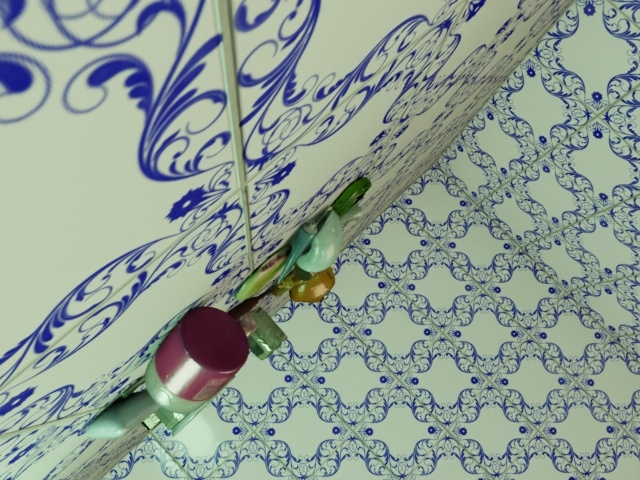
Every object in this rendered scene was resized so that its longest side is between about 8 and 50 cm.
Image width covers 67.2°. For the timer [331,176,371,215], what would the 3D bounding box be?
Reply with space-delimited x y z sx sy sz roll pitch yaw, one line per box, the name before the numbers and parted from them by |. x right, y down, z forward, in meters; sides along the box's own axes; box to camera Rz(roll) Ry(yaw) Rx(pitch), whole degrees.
timer | 0.097 -0.134 1.472 0.128 0.047 0.140 -48 173 31

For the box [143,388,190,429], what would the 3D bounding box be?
box | -0.454 0.489 1.587 0.226 0.149 0.226 -43 174 -5

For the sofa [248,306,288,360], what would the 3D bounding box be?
sofa | -0.242 0.393 2.119 0.176 0.210 0.225 -39 172 -30

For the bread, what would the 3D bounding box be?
bread | -0.160 0.099 1.417 0.228 0.033 0.228 -45 173 -7

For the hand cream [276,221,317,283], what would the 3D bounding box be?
hand cream | -0.067 0.033 1.371 0.224 0.048 0.083 -60 174 36

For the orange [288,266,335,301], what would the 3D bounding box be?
orange | -0.044 0.190 2.156 0.249 0.183 0.249 -45 174 -6

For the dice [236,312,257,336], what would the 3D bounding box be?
dice | -0.297 0.324 1.788 0.094 0.093 0.091 -49 173 26

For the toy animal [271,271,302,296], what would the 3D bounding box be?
toy animal | -0.158 0.184 1.954 0.136 0.073 0.181 -28 177 -43

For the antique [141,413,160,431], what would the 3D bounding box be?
antique | -0.530 0.549 1.762 0.310 0.093 0.087 -44 174 -3

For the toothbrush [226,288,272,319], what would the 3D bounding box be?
toothbrush | -0.255 0.228 1.663 0.041 0.041 0.364 -46 174 22

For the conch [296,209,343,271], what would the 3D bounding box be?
conch | 0.004 0.002 1.453 0.221 0.121 0.185 138 -41 -57

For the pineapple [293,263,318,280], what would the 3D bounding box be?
pineapple | -0.028 0.073 1.885 0.108 0.108 0.198 -49 -178 42

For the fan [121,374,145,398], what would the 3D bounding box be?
fan | -0.451 0.354 1.297 0.193 0.016 0.038 -40 171 -32

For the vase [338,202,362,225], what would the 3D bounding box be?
vase | 0.063 -0.069 1.579 0.148 0.081 0.081 -37 171 -36

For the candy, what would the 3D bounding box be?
candy | -0.504 0.451 1.258 0.138 0.071 0.174 -14 -173 23

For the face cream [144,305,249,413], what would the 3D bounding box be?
face cream | -0.283 0.273 1.097 0.195 0.175 0.175 -49 173 29

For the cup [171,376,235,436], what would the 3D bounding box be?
cup | -0.547 0.654 2.069 0.347 0.163 0.347 -44 174 -6
